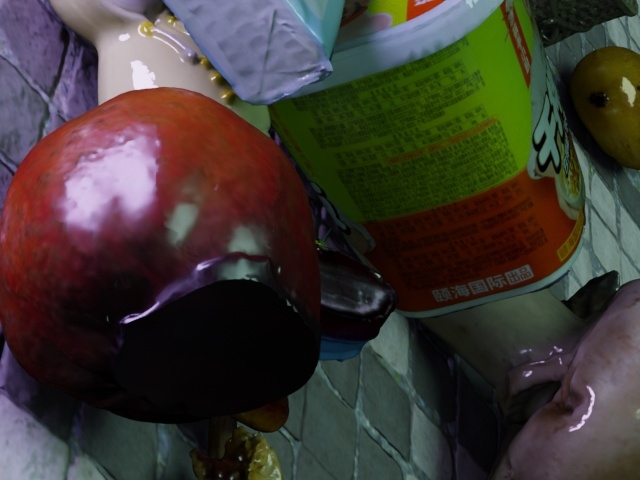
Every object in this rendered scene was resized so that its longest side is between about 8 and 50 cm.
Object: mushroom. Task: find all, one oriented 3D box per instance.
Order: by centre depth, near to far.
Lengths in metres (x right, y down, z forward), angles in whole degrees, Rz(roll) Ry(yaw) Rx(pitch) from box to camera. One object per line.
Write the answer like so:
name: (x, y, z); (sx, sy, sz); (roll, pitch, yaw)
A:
mushroom: (-0.057, 0.126, 1.320); (0.129, 0.073, 0.088); (70, -16, -10)
mushroom: (0.215, 0.138, 1.689); (0.290, 0.292, 0.292); (35, 29, 3)

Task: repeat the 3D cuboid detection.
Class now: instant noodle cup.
instant noodle cup: (0.094, -0.114, 1.595); (0.308, 0.294, 0.294); (61, 26, -32)

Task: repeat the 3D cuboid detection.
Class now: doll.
doll: (-0.119, -0.131, 1.330); (0.141, 0.117, 0.296); (-27, 95, -46)

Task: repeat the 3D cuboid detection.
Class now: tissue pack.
tissue pack: (-0.058, -0.224, 1.342); (0.177, 0.089, 0.263); (51, 20, -21)

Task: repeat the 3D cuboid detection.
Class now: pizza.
pizza: (-0.064, 0.217, 1.233); (0.154, 0.069, 0.194); (41, 39, -47)

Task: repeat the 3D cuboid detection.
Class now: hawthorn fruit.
hawthorn fruit: (-0.103, -0.003, 1.174); (0.215, 0.215, 0.250); (45, 36, -40)

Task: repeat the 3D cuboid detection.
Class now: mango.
mango: (0.413, -0.176, 2.406); (0.262, 0.109, 0.157); (12, 57, -62)

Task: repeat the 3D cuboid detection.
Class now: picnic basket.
picnic basket: (0.247, -0.296, 2.078); (0.134, 0.196, 0.154); (35, 41, -53)

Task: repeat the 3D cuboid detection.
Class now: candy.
candy: (0.000, 0.000, 1.584); (0.083, 0.025, 0.023); (-60, 153, -69)

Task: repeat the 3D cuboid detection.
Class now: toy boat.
toy boat: (-0.020, 0.058, 1.411); (0.223, 0.097, 0.100); (12, 46, -59)

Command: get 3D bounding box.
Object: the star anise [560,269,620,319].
star anise: (0.298, 0.153, 1.948); (0.236, 0.109, 0.223); (43, 41, -72)
